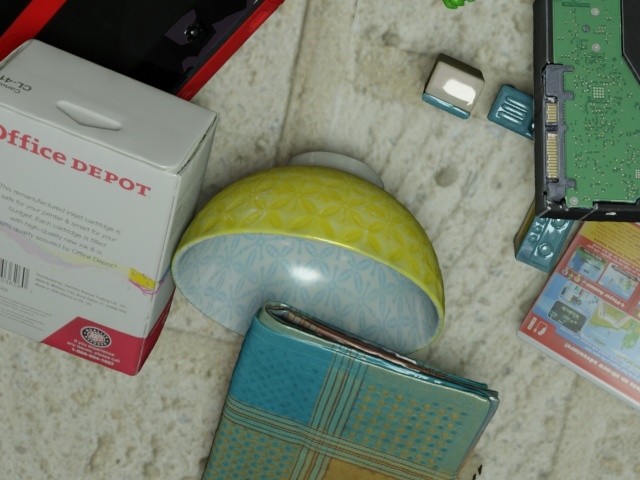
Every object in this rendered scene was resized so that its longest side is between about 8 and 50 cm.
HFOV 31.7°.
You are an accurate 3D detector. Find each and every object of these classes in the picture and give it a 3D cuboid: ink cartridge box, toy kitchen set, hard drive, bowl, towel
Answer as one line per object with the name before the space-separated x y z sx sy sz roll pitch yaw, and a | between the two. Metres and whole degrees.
ink cartridge box | -0.255 -0.027 1.206 0.226 0.131 0.306 22 128 1
toy kitchen set | 0.186 -0.079 1.200 0.207 0.122 0.166 24 105 1
hard drive | 0.383 -0.132 1.128 0.339 0.064 0.237 2 79 -5
bowl | 0.000 0.000 1.208 0.289 0.289 0.156 11 61 4
towel | 0.013 0.244 1.272 0.271 0.040 0.370 21 130 2

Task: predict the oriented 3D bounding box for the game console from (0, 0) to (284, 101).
game console | -0.255 -0.289 1.246 0.342 0.060 0.386 45 104 -1

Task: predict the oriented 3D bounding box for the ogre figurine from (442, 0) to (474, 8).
ogre figurine | 0.216 -0.295 1.149 0.097 0.118 0.197 41 103 1

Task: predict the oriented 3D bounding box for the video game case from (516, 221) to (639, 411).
video game case | 0.369 0.033 1.203 0.204 0.025 0.285 32 95 17
